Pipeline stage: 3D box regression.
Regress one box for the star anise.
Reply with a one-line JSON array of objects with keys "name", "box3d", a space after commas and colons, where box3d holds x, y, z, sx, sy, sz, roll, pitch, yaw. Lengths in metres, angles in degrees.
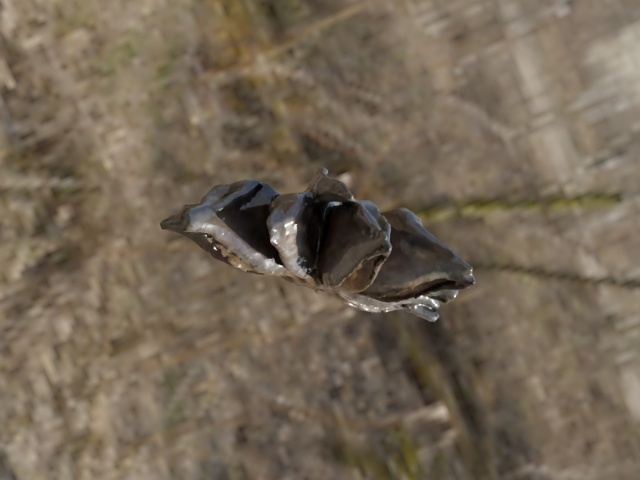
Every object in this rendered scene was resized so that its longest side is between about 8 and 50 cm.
[{"name": "star anise", "box3d": [0.000, 0.000, 1.142, 0.182, 0.195, 0.065, 47, 53, -74]}]
